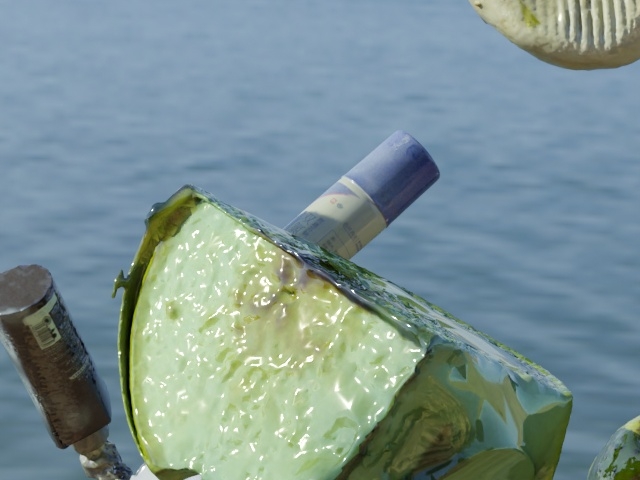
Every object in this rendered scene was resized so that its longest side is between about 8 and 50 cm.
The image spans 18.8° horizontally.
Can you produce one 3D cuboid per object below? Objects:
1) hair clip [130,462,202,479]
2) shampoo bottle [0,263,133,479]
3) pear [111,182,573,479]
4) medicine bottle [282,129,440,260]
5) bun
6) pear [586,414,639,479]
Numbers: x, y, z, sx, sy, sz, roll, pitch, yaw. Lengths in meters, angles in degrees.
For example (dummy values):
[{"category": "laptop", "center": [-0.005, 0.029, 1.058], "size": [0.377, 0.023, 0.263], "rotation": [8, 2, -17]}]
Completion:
[{"category": "hair clip", "center": [-0.137, 0.241, 1.927], "size": [0.054, 0.220, 0.140], "rotation": [29, 24, -40]}, {"category": "shampoo bottle", "center": [-0.196, 0.110, 1.481], "size": [0.057, 0.207, 0.063], "rotation": [-27, 42, -9]}, {"category": "pear", "center": [0.026, 0.115, 1.297], "size": [0.286, 0.176, 0.282], "rotation": [32, 7, 39]}, {"category": "medicine bottle", "center": [0.000, 0.000, 1.642], "size": [0.231, 0.059, 0.059], "rotation": [-41, 22, -12]}, {"category": "bun", "center": [0.289, -0.320, 2.215], "size": [0.259, 0.259, 0.160], "rotation": [4, 4, 12]}, {"category": "pear", "center": [0.330, 0.172, 1.409], "size": [0.238, 0.164, 0.255], "rotation": [-16, 0, -43]}]
